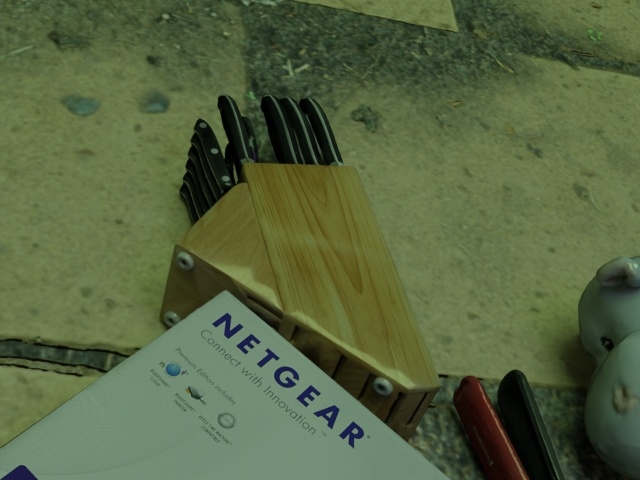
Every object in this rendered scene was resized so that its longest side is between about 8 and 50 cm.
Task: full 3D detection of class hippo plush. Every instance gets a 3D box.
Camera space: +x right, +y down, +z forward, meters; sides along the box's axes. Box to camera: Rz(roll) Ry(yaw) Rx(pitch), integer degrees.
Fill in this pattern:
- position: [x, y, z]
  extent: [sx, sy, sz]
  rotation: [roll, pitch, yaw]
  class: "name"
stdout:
- position: [0.313, 0.072, 0.678]
  extent: [0.236, 0.234, 0.294]
  rotation: [11, 63, 5]
  class: "hippo plush"

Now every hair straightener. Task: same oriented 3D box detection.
- position: [0.177, 0.189, 0.647]
  extent: [0.089, 0.047, 0.230]
  rotation: [-6, 51, -25]
  class: "hair straightener"

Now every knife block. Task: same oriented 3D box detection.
- position: [0.000, 0.000, 0.733]
  extent: [0.275, 0.088, 0.242]
  rotation: [31, 45, 11]
  class: "knife block"

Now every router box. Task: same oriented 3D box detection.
- position: [-0.041, 0.221, 0.507]
  extent: [0.335, 0.082, 0.301]
  rotation: [38, 46, 16]
  class: "router box"
